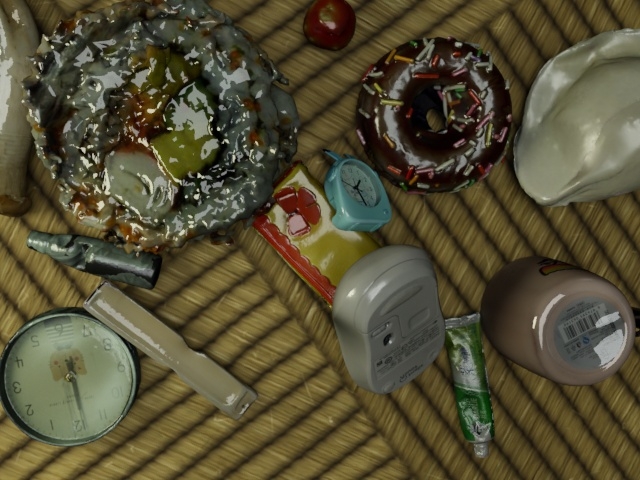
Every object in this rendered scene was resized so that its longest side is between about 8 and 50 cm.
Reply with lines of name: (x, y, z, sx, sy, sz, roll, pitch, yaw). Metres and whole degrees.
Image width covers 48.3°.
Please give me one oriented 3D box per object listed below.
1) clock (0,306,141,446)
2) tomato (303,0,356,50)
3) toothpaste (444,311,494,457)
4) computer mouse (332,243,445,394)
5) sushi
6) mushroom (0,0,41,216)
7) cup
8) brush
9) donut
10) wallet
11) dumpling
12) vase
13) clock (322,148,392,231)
clock: (-0.406, 0.221, 1.152, 0.226, 0.049, 0.226, 0, 93, -5)
tomato: (0.016, -0.348, 1.138, 0.087, 0.075, 0.087, 0, 90, -4)
toothpaste: (0.257, 0.249, 1.218, 0.078, 0.047, 0.248, -10, 93, -4)
computer mouse: (0.099, 0.118, 1.122, 0.184, 0.297, 0.121, -37, 54, -13)
sushi: (-0.228, -0.171, 1.073, 0.417, 0.176, 0.418, 0, 92, -4)
mushroom: (-0.479, -0.207, 1.077, 0.095, 0.122, 0.351, 10, 101, 25)
cup: (0.412, 0.130, 1.145, 0.252, 0.200, 0.192, 2, 94, -6)
brush: (-0.241, 0.179, 1.169, 0.321, 0.050, 0.060, 41, 87, -14)
donut: (0.187, -0.201, 1.152, 0.269, 0.103, 0.270, 0, 94, -7)
wallet: (0.000, 0.000, 1.166, 0.141, 0.067, 0.241, -45, 97, 1)
dumpling: (0.476, -0.207, 1.155, 0.341, 0.181, 0.260, -31, 72, 29)
vase: (-0.362, 0.025, 1.136, 0.211, 0.060, 0.060, 15, 92, -5)
clock: (0.051, -0.087, 1.141, 0.108, 0.045, 0.147, 2, 63, -41)
